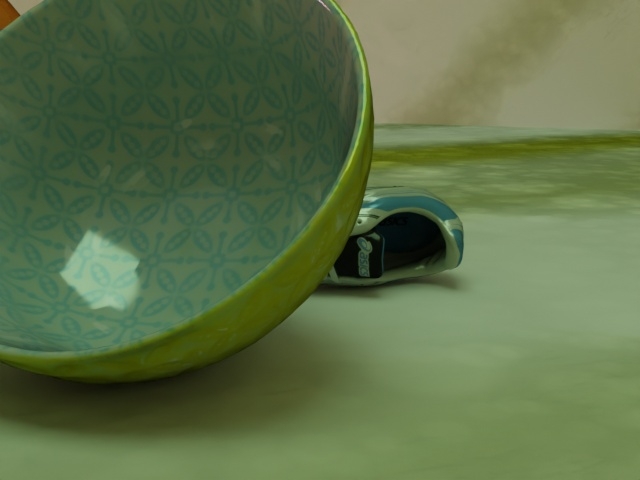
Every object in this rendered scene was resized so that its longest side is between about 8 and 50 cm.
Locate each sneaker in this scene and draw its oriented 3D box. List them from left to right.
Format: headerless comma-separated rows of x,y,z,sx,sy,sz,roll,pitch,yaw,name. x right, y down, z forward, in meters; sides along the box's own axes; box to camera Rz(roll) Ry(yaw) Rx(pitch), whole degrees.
0.000,0.000,0.668,0.237,0.085,0.086,-6,20,-9,sneaker

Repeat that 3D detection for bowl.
-0.094,-0.025,0.536,0.289,0.289,0.156,4,-30,20,bowl

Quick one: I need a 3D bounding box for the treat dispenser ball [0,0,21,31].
-0.399,-0.128,0.782,0.288,0.288,0.288,0,12,0,treat dispenser ball
